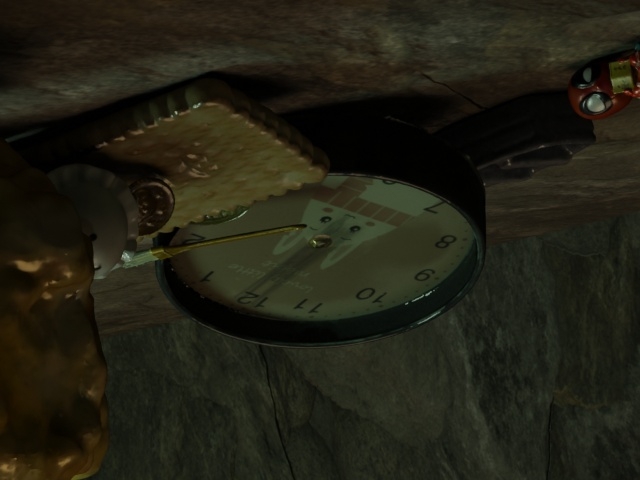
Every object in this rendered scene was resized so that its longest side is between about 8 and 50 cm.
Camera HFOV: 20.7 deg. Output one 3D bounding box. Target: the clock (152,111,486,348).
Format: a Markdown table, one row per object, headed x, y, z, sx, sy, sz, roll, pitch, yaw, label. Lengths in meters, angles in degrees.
| x | y | z | sx | sy | sz | roll | pitch | yaw | label |
| --- | --- | --- | --- | --- | --- | --- | --- | --- | --- |
| 0.000 | 0.000 | 1.959 | 0.386 | 0.076 | 0.386 | -3 | 146 | -2 | clock |

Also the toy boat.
| x | y | z | sx | sy | sz | roll | pitch | yaw | label |
| --- | --- | --- | --- | --- | --- | --- | --- | --- | --- |
| 0.211 | -0.107 | 2.112 | 0.127 | 0.078 | 0.283 | -8 | 173 | -32 | toy boat |

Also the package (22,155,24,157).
| x | y | z | sx | sy | sz | roll | pitch | yaw | label |
| --- | --- | --- | --- | --- | --- | --- | --- | --- | --- |
| -0.327 | -0.081 | 1.604 | 0.077 | 0.033 | 0.110 | 11 | -178 | 39 | package |

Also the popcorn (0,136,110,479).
| x | y | z | sx | sy | sz | roll | pitch | yaw | label |
| --- | --- | --- | --- | --- | --- | --- | --- | --- | --- |
| -0.343 | 0.070 | 1.344 | 0.390 | 0.354 | 0.344 | 22 | 129 | -1 | popcorn |

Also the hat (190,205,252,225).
| x | y | z | sx | sy | sz | roll | pitch | yaw | label |
| --- | --- | --- | --- | --- | --- | --- | --- | --- | --- |
| -0.126 | -0.088 | 1.789 | 0.146 | 0.067 | 0.146 | 7 | 137 | 6 | hat |

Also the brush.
| x | y | z | sx | sy | sz | roll | pitch | yaw | label |
| --- | --- | --- | --- | --- | --- | --- | --- | --- | --- |
| -0.115 | 0.003 | 1.851 | 0.205 | 0.011 | 0.083 | -11 | 174 | 1 | brush |

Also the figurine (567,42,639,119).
| x | y | z | sx | sy | sz | roll | pitch | yaw | label |
| --- | --- | --- | --- | --- | --- | --- | --- | --- | --- |
| 0.317 | -0.168 | 1.852 | 0.075 | 0.068 | 0.140 | -11 | 180 | -33 | figurine |

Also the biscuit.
| x | y | z | sx | sy | sz | roll | pitch | yaw | label |
| --- | --- | --- | --- | --- | --- | --- | --- | --- | --- |
| -0.174 | -0.066 | 1.699 | 0.325 | 0.044 | 0.217 | -18 | 153 | 28 | biscuit |

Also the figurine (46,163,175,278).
| x | y | z | sx | sy | sz | roll | pitch | yaw | label |
| --- | --- | --- | --- | --- | --- | --- | --- | --- | --- |
| -0.269 | -0.006 | 1.636 | 0.271 | 0.143 | 0.143 | -24 | -179 | -30 | figurine |
